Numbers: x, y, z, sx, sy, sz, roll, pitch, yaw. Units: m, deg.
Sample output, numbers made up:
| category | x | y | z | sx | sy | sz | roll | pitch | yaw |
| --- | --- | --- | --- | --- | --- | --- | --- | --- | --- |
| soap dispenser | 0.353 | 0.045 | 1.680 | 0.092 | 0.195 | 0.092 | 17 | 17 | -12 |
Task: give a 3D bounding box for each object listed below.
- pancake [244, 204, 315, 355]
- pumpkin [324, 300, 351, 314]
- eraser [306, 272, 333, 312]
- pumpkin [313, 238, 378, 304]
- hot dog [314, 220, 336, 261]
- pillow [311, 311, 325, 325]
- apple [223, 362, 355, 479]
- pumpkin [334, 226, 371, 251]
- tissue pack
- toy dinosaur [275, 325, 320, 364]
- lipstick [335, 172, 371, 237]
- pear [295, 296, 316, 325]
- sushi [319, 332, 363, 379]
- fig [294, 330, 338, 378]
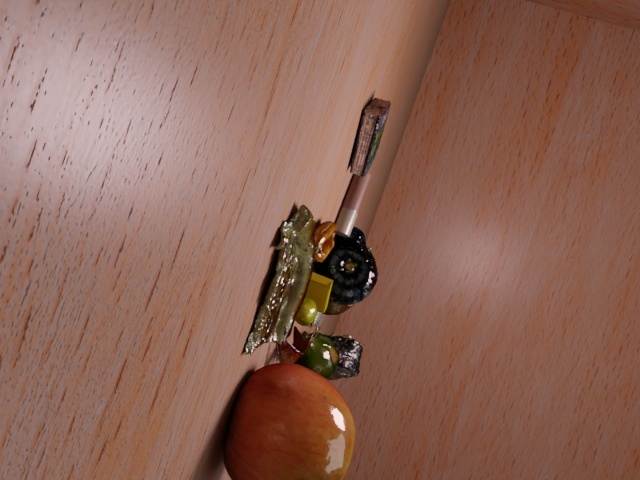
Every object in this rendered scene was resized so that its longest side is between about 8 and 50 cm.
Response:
| category | x | y | z | sx | sy | sz | roll | pitch | yaw |
| --- | --- | --- | --- | --- | --- | --- | --- | --- | --- |
| pancake | -0.081 | 0.107 | 1.379 | 0.305 | 0.067 | 0.427 | -41 | 151 | -69 |
| pumpkin | 0.081 | 0.198 | 2.116 | 0.219 | 0.162 | 0.219 | -25 | 143 | -21 |
| eraser | -0.017 | 0.172 | 1.818 | 0.045 | 0.097 | 0.122 | -57 | 162 | -56 |
| pumpkin | 0.089 | 0.107 | 1.900 | 0.163 | 0.233 | 0.233 | 122 | -8 | -69 |
| hot dog | 0.000 | 0.000 | 1.640 | 0.249 | 0.068 | 0.100 | -46 | 144 | -75 |
| pillow | 0.000 | 0.308 | 2.378 | 0.230 | 0.050 | 0.148 | 59 | 45 | -75 |
| apple | -0.077 | 0.522 | 1.452 | 0.364 | 0.364 | 0.364 | 20 | 90 | -81 |
| pumpkin | 0.117 | 0.036 | 2.221 | 0.194 | 0.150 | 0.194 | -46 | 168 | -13 |
| tissue pack | 0.170 | -0.358 | 1.888 | 0.173 | 0.073 | 0.235 | -59 | 165 | -53 |
| toy dinosaur | -0.092 | 0.331 | 1.775 | 0.206 | 0.113 | 0.327 | -46 | 171 | 26 |
| lipstick | 0.121 | -0.141 | 2.065 | 0.070 | 0.070 | 0.254 | 70 | 40 | -76 |
| pear | -0.051 | 0.221 | 1.711 | 0.092 | 0.092 | 0.097 | -57 | 136 | -56 |
| sushi | 0.037 | 0.512 | 2.370 | 0.350 | 0.211 | 0.171 | -36 | -139 | 56 |
| fig | -0.037 | 0.439 | 2.133 | 0.245 | 0.195 | 0.195 | 54 | 46 | -35 |
